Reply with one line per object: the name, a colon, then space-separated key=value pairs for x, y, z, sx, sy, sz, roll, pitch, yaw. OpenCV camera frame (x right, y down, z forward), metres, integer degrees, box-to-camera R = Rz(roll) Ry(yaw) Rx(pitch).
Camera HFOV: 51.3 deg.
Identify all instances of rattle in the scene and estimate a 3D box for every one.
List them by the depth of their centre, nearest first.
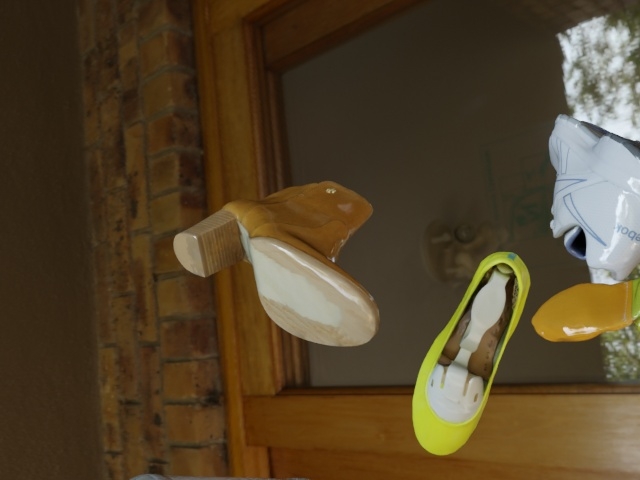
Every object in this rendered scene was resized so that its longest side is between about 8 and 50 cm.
rattle: x=0.301 y=0.086 z=0.533 sx=0.199 sy=0.143 sz=0.130 roll=18 pitch=-141 yaw=-29

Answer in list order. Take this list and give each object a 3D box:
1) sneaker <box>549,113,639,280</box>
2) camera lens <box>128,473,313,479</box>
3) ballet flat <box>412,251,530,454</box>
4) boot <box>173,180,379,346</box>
sneaker: x=0.287 y=-0.055 z=0.712 sx=0.111 sy=0.129 sz=0.297 roll=26 pitch=-162 yaw=2
camera lens: x=-0.077 y=0.334 z=0.615 sx=0.274 sy=0.219 sz=0.219 roll=15 pitch=-110 yaw=-32
ballet flat: x=0.153 y=0.117 z=0.693 sx=0.231 sy=0.077 sz=0.077 roll=-66 pitch=-14 yaw=-1
boot: x=0.000 y=0.001 z=0.745 sx=0.211 sy=0.295 sz=0.104 roll=-28 pitch=-54 yaw=-40
